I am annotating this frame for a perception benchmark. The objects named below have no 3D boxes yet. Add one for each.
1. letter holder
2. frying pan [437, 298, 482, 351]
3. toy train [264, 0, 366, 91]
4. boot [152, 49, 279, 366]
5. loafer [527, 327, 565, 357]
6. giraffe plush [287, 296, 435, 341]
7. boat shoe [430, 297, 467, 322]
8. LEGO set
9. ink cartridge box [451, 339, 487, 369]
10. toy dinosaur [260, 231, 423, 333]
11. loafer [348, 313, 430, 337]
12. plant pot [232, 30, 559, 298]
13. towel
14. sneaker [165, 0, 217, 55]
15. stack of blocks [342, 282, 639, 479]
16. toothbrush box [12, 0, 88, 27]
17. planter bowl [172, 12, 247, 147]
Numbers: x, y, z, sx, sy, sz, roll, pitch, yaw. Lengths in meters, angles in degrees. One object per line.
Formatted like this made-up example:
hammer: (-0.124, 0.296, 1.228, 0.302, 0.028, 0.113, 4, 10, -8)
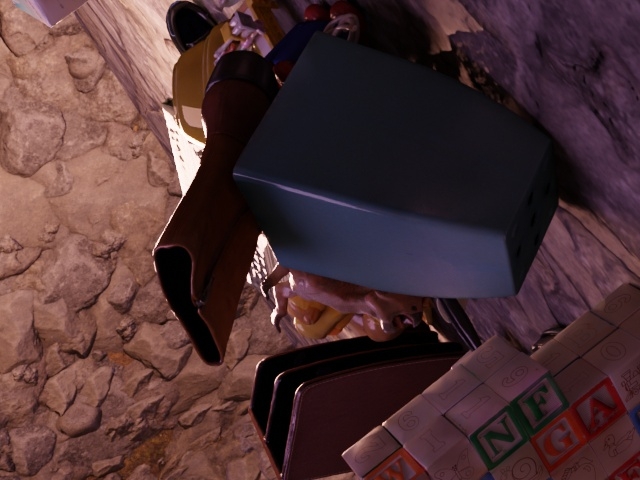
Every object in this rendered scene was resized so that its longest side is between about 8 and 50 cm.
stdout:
letter holder: (0.070, 0.207, 1.693, 0.152, 0.302, 0.214, -120, 31, -44)
frying pan: (0.092, -0.002, 1.441, 0.326, 0.053, 0.197, 67, 169, -5)
toy train: (0.034, -0.157, 1.166, 0.143, 0.105, 0.248, 45, 174, -20)
boot: (-0.062, 0.001, 1.103, 0.264, 0.096, 0.280, 78, -164, -45)
loafer: (0.279, 0.163, 1.203, 0.096, 0.084, 0.267, 55, 170, -20)
giraffe plush: (0.078, 0.076, 1.669, 0.170, 0.210, 0.181, 30, -168, 23)
boat shoe: (0.155, 0.049, 1.493, 0.042, 0.049, 0.133, 34, 153, 51)
LEGO set: (-0.094, -0.184, 1.329, 0.132, 0.107, 0.287, 22, -139, -35)
ink cartridge box: (0.313, 0.277, 1.534, 0.296, 0.066, 0.261, 48, -177, 24)
toy dinosaur: (0.000, 0.000, 1.523, 0.127, 0.200, 0.295, -179, 65, -83)
loafer: (0.036, 0.042, 1.862, 0.366, 0.134, 0.130, 38, 162, 20)
plant pot: (0.081, -0.051, 1.025, 0.234, 0.165, 0.165, 17, 155, 24)
towel: (-0.114, -0.056, 1.818, 0.312, 0.056, 0.324, 28, 140, 42)
sneaker: (-0.158, -0.260, 1.749, 0.232, 0.081, 0.090, 53, 176, -3)
stack of blocks: (0.190, 0.167, 0.991, 0.171, 0.297, 0.087, 57, 172, -26)
toothbrush box: (-0.372, -0.438, 1.696, 0.126, 0.216, 0.295, 57, 170, -29)
planter bowl: (-0.149, -0.196, 1.575, 0.217, 0.090, 0.217, -4, -90, -87)
